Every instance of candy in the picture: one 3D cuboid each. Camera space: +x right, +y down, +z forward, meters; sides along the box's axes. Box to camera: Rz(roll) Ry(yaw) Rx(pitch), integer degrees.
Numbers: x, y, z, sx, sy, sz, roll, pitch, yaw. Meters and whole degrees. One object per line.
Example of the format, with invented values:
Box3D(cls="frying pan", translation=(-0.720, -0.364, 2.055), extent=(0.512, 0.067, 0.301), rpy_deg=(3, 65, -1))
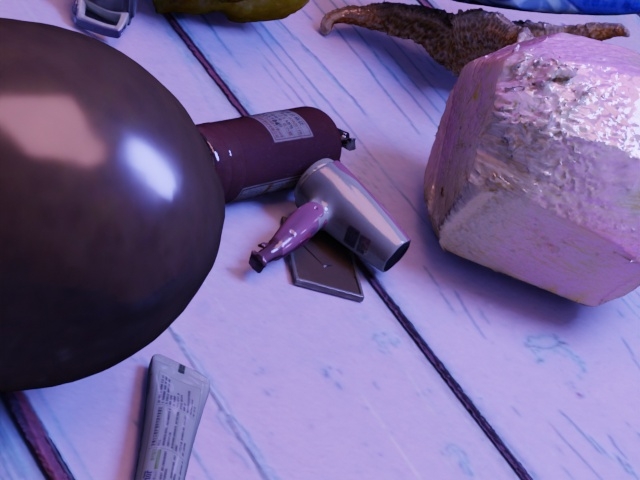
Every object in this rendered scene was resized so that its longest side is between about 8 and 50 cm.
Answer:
Box3D(cls="candy", translation=(0.237, -0.272, 1.837), extent=(0.331, 0.077, 0.187), rpy_deg=(1, 16, -22))

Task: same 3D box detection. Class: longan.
Box3D(cls="longan", translation=(-0.213, -0.028, 1.158), extent=(0.300, 0.243, 0.300), rpy_deg=(25, 7, -3))

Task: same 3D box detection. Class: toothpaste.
Box3D(cls="toothpaste", translation=(-0.106, 0.142, 1.199), extent=(0.048, 0.029, 0.197), rpy_deg=(25, 28, -12))

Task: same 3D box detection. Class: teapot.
Box3D(cls="teapot", translation=(-0.201, -0.227, 1.638), extent=(0.057, 0.066, 0.088), rpy_deg=(5, 57, -2))

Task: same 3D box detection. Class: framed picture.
Box3D(cls="framed picture", translation=(0.001, 0.015, 1.489), extent=(0.066, 0.007, 0.089), rpy_deg=(15, 33, -21))

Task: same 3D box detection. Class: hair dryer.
Box3D(cls="hair dryer", translation=(-0.006, -0.004, 1.470), extent=(0.154, 0.054, 0.106), rpy_deg=(-25, 63, -42))

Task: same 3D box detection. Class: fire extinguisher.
Box3D(cls="fire extinguisher", translation=(-0.050, -0.081, 1.538), extent=(0.099, 0.071, 0.231), rpy_deg=(15, 19, 35))

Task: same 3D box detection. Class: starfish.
Box3D(cls="starfish", translation=(0.205, -0.198, 1.834), extent=(0.301, 0.084, 0.293), rpy_deg=(5, 8, -45))

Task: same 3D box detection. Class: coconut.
Box3D(cls="coconut", translation=(0.236, -0.063, 1.576), extent=(0.245, 0.233, 0.233), rpy_deg=(17, 33, -11))

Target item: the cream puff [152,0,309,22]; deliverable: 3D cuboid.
Box3D(cls="cream puff", translation=(-0.101, -0.316, 1.707), extent=(0.244, 0.196, 0.244), rpy_deg=(-1, -4, 0))
